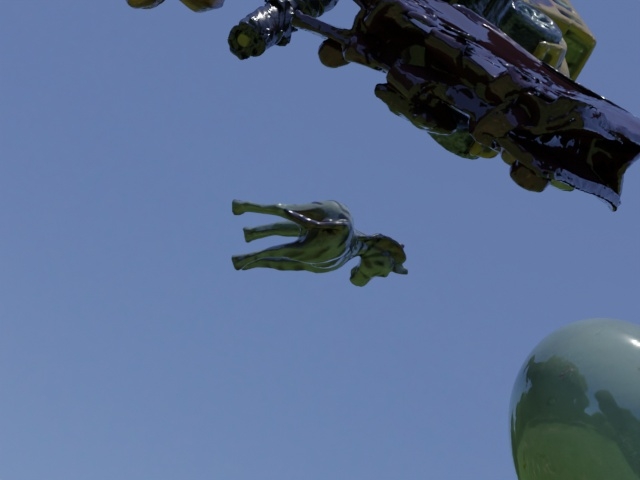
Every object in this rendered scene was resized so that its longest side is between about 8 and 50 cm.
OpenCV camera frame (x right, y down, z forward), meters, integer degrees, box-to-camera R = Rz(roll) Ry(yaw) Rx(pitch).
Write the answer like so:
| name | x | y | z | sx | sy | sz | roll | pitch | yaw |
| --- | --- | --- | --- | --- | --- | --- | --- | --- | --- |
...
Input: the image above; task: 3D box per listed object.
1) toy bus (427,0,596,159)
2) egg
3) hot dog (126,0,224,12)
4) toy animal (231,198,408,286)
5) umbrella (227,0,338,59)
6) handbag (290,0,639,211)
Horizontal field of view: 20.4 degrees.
| name | x | y | z | sx | sy | sz | roll | pitch | yaw |
| --- | --- | --- | --- | --- | --- | --- | --- | --- | --- |
| toy bus | 0.129 | -0.183 | 1.441 | 0.123 | 0.335 | 0.121 | 21 | -63 | -26 |
| egg | 0.323 | 0.246 | 1.793 | 0.230 | 0.371 | 0.230 | -18 | -30 | -11 |
| hot dog | -0.144 | -0.327 | 1.770 | 0.135 | 0.337 | 0.100 | 5 | -56 | -7 |
| toy animal | -0.015 | 0.002 | 2.066 | 0.169 | 0.090 | 0.255 | -7 | -8 | 21 |
| umbrella | -0.024 | -0.180 | 1.401 | 0.037 | 0.144 | 0.040 | 31 | -50 | 15 |
| handbag | 0.105 | -0.096 | 1.151 | 0.203 | 0.074 | 0.216 | 34 | 13 | 23 |
